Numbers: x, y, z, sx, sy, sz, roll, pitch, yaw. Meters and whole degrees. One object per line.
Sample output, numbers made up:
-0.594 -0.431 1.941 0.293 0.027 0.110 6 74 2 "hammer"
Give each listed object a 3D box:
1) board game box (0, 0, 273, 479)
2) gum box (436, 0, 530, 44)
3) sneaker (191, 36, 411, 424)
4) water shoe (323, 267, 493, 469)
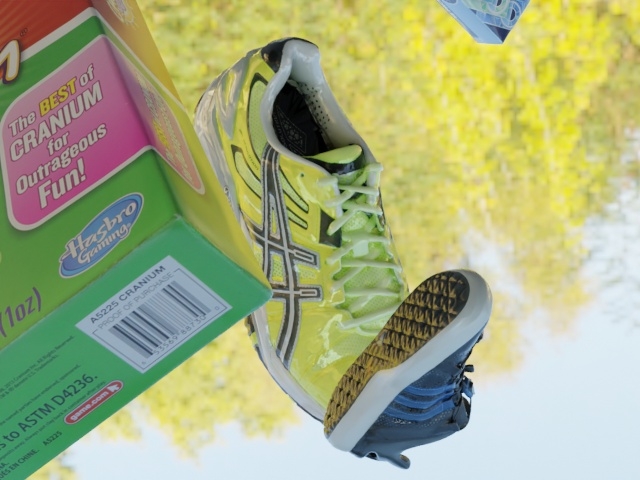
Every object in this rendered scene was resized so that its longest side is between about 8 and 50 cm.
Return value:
-0.178 -0.024 0.637 0.242 0.064 0.316 -37 -135 9 "board game box"
0.144 -0.287 1.191 0.157 0.184 0.041 39 169 -31 "gum box"
0.000 0.000 1.236 0.145 0.384 0.147 -20 166 -31 "sneaker"
0.077 0.090 0.971 0.080 0.073 0.203 25 139 -14 "water shoe"
